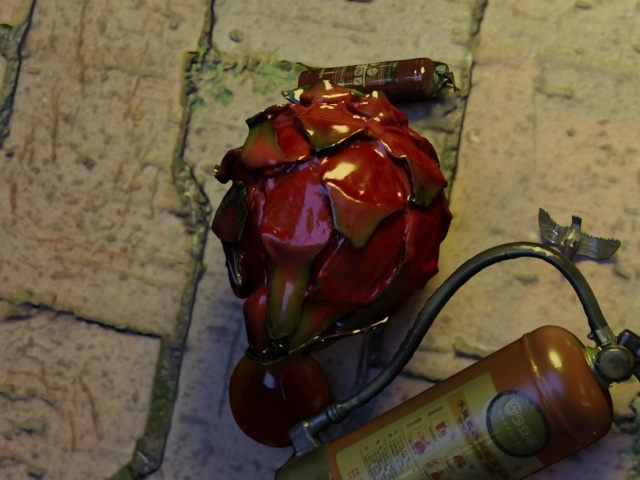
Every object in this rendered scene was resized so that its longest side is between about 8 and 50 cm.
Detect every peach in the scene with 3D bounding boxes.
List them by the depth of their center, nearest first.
[{"bbox_3d":[-0.041,0.143,1.807,0.101,0.101,0.100,-5,77,21],"label":"peach"}]

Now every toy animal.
[{"bbox_3d":[0.228,0.004,1.766,0.084,0.028,0.050,26,81,25],"label":"toy animal"}]

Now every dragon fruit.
[{"bbox_3d":[0.000,0.000,1.757,0.234,0.234,0.293,17,81,24],"label":"dragon fruit"}]

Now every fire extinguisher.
[{"bbox_3d":[0.128,0.142,1.709,0.376,0.113,0.200,-28,110,14],"label":"fire extinguisher"},{"bbox_3d":[0.059,-0.150,1.860,0.158,0.043,0.064,-4,35,20],"label":"fire extinguisher"}]
